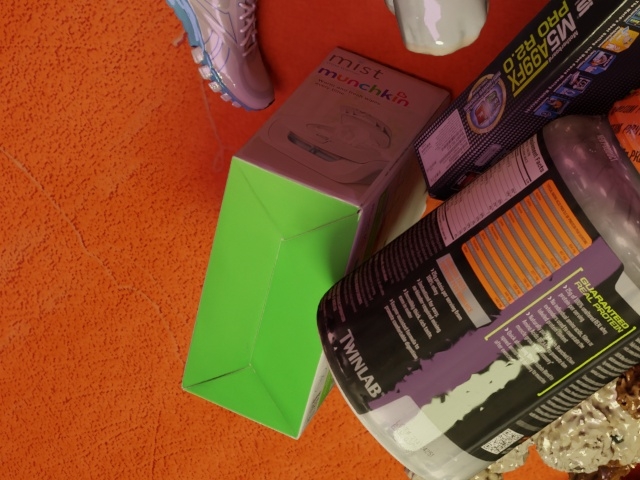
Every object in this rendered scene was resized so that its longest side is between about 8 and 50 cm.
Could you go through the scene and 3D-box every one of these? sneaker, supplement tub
[{"bbox_3d":[-0.082,-0.205,1.698,0.083,0.071,0.190,-21,110,27],"label":"sneaker"},{"bbox_3d":[0.169,0.034,1.480,0.316,0.193,0.193,-37,102,18],"label":"supplement tub"}]

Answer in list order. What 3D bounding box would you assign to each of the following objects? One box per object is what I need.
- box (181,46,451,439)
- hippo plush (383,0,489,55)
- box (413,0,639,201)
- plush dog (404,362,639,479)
[{"bbox_3d":[0.000,0.000,1.686,0.127,0.231,0.262,23,127,11],"label":"box"},{"bbox_3d":[0.148,-0.308,1.478,0.237,0.234,0.294,-14,135,-2],"label":"hippo plush"},{"bbox_3d":[0.240,-0.115,1.538,0.216,0.060,0.270,13,137,-35],"label":"box"},{"bbox_3d":[0.216,0.144,1.738,0.225,0.210,0.262,16,154,0],"label":"plush dog"}]
